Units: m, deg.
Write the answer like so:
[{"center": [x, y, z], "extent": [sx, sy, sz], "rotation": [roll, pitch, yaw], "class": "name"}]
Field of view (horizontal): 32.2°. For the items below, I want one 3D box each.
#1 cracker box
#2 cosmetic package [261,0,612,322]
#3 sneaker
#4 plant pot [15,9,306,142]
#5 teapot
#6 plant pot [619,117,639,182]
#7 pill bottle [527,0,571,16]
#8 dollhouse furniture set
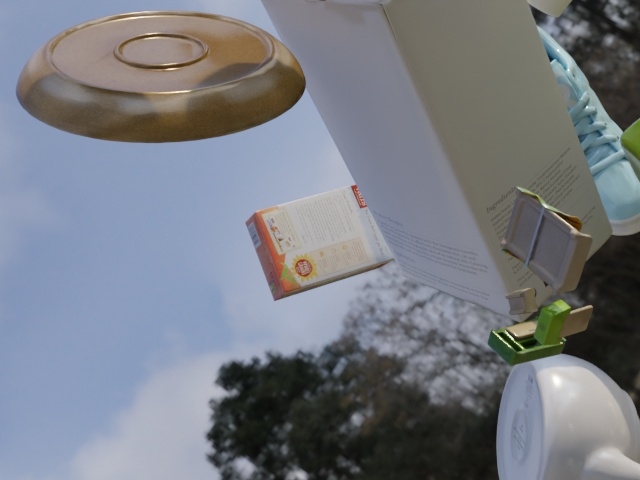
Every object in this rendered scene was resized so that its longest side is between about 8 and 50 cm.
[{"center": [0.000, 0.000, 2.003], "extent": [0.232, 0.156, 0.067], "rotation": [-16, -10, -25], "class": "cracker box"}, {"center": [0.117, -0.118, 1.071], "extent": [0.155, 0.197, 0.366], "rotation": [-40, -56, -20], "class": "cosmetic package"}, {"center": [0.330, -0.165, 1.535], "extent": [0.135, 0.366, 0.150], "rotation": [-38, -32, 10], "class": "sneaker"}, {"center": [-0.129, -0.144, 0.908], "extent": [0.236, 0.236, 0.032], "rotation": [-38, -41, -47], "class": "plant pot"}, {"center": [0.361, 0.276, 1.539], "extent": [0.252, 0.187, 0.256], "rotation": [107, 166, -55], "class": "teapot"}, {"center": [0.450, -0.043, 1.013], "extent": [0.227, 0.207, 0.228], "rotation": [-37, -57, 9], "class": "plant pot"}, {"center": [0.262, -0.324, 1.098], "extent": [0.193, 0.108, 0.108], "rotation": [-55, -15, 26], "class": "pill bottle"}, {"center": [0.186, 0.031, 0.901], "extent": [0.058, 0.076, 0.152], "rotation": [-11, -53, -32], "class": "dollhouse furniture set"}]
